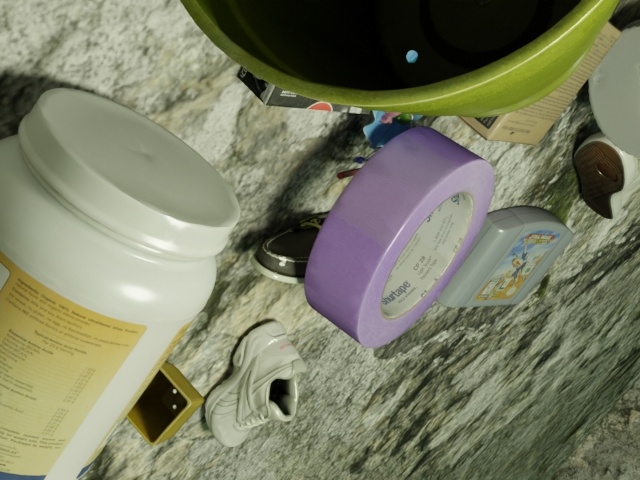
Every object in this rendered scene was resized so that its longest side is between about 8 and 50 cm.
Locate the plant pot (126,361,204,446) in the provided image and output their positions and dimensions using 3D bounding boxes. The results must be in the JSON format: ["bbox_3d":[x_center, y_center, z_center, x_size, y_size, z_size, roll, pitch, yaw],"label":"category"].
[{"bbox_3d":[-0.200,0.210,1.236,0.081,0.081,0.083,-49,162,10],"label":"plant pot"}]

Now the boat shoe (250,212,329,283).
[{"bbox_3d":[0.000,0.000,1.208,0.227,0.081,0.069,-12,136,-53],"label":"boat shoe"}]

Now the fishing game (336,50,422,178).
[{"bbox_3d":[0.122,-0.179,1.130,0.189,0.041,0.264,-20,146,-58],"label":"fishing game"}]

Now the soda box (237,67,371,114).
[{"bbox_3d":[-0.003,-0.175,1.001,0.169,0.053,0.060,-4,132,-47],"label":"soda box"}]

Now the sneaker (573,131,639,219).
[{"bbox_3d":[0.514,-0.142,1.629,0.123,0.106,0.290,-48,160,-4],"label":"sneaker"}]

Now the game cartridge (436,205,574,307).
[{"bbox_3d":[0.335,0.030,1.671,0.297,0.062,0.198,2,132,-51],"label":"game cartridge"}]

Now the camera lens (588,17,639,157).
[{"bbox_3d":[0.570,-0.249,1.423,0.274,0.219,0.219,-20,143,-34],"label":"camera lens"}]

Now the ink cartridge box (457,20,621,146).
[{"bbox_3d":[0.271,-0.222,1.193,0.193,0.088,0.234,-54,162,19],"label":"ink cartridge box"}]

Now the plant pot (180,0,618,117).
[{"bbox_3d":[0.107,-0.251,0.784,0.366,0.366,0.353,-48,161,9],"label":"plant pot"}]

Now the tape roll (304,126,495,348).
[{"bbox_3d":[0.102,-0.002,1.179,0.275,0.090,0.275,-41,152,-27],"label":"tape roll"}]

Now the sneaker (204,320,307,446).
[{"bbox_3d":[-0.091,0.233,1.354,0.090,0.115,0.232,-12,138,-42],"label":"sneaker"}]

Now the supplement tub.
[{"bbox_3d":[-0.235,0.048,0.835,0.228,0.228,0.316,10,121,-55],"label":"supplement tub"}]
